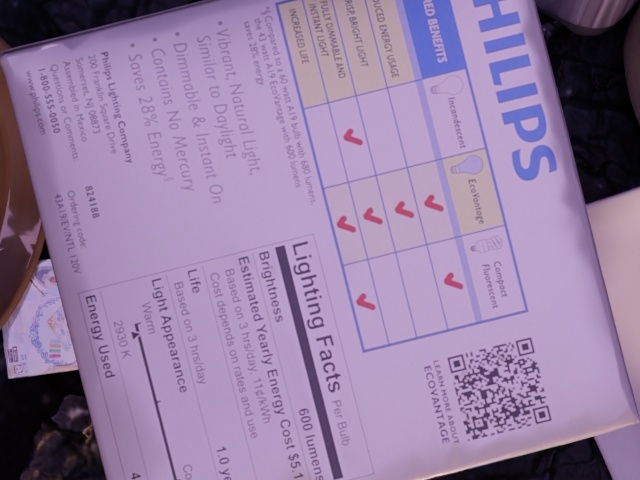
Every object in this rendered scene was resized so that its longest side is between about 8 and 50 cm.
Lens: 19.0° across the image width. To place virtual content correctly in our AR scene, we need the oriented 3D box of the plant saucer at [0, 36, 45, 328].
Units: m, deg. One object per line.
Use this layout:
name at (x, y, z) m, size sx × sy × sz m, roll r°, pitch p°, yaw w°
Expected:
plant saucer at (-0.299, -0.030, 1.390) m, size 0.041 × 0.278 × 0.278 m, roll 12°, pitch 83°, yaw 31°

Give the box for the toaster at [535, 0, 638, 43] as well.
toaster at (0.216, -0.266, 1.463) m, size 0.129 × 0.146 × 0.227 m, roll 30°, pitch 53°, yaw 9°

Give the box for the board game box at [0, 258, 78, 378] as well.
board game box at (-0.207, 0.059, 1.507) m, size 0.090 × 0.020 × 0.090 m, roll -8°, pitch 86°, yaw -4°

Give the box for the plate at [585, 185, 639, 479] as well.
plate at (0.301, 0.077, 1.441) m, size 0.045 × 0.278 × 0.277 m, roll -30°, pitch 97°, yaw -44°

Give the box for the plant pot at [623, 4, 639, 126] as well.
plant pot at (0.346, -0.137, 1.466) m, size 0.191 × 0.284 × 0.284 m, roll -17°, pitch 86°, yaw 30°

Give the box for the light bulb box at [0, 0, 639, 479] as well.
light bulb box at (0.000, 0.000, 1.368) m, size 0.361 × 0.225 × 0.358 m, roll -14°, pitch 90°, yaw 0°
